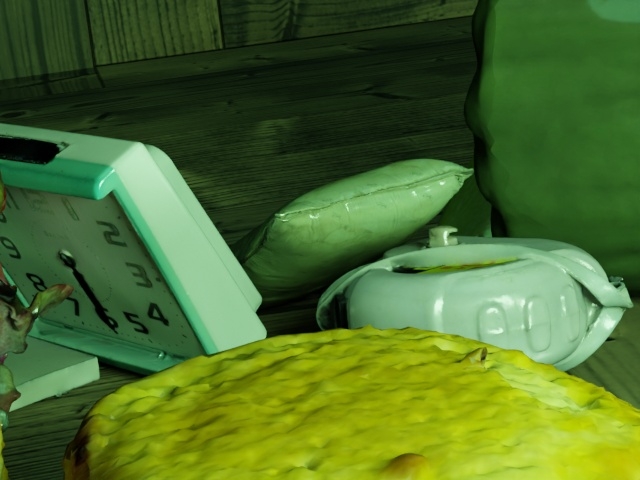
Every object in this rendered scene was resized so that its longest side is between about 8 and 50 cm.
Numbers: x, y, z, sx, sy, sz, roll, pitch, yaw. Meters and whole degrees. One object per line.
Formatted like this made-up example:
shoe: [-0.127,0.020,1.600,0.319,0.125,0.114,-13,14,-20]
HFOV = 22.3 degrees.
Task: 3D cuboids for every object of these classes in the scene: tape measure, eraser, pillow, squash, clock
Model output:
tape measure: [0.111,0.054,1.274,0.197,0.120,0.236,-14,11,-42]
eraser: [-0.275,0.112,1.400,0.104,0.023,0.150,-19,20,-40]
pillow: [0.000,0.000,1.440,0.185,0.074,0.302,-17,-9,-22]
squash: [0.218,-0.032,1.741,0.204,0.155,0.237,29,-12,-39]
clock: [-0.183,-0.003,1.366,0.262,0.231,0.116,9,46,44]

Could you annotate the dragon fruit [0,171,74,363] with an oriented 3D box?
dragon fruit: [-0.395,-0.007,1.268,0.314,0.296,0.263,15,42,-43]

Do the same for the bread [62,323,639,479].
bread: [0.019,0.170,0.754,0.337,0.204,0.358,-14,19,-11]

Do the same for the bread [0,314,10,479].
bread: [-0.295,0.167,0.754,0.279,0.279,0.207,-3,18,5]

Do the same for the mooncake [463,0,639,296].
mooncake: [0.255,-0.125,1.437,0.194,0.356,0.356,3,18,24]

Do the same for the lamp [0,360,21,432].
lamp: [-0.323,0.133,1.111,0.215,0.151,0.223,-4,17,22]
